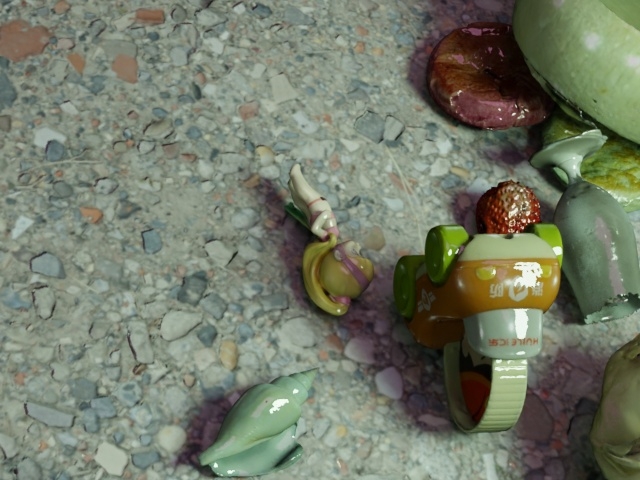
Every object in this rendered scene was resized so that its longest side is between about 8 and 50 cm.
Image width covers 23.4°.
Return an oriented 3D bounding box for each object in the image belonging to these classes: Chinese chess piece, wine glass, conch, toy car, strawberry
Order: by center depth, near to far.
[{"bbox_3d":[-0.059,0.197,1.667,0.180,0.088,0.065,-41,31,-27],"label":"conch"},{"bbox_3d":[0.183,0.102,1.709,0.145,0.235,0.235,-1,57,-16],"label":"toy car"},{"bbox_3d":[0.329,-0.015,1.872,0.103,0.103,0.222,-8,72,-20],"label":"wine glass"},{"bbox_3d":[0.226,-0.028,1.883,0.083,0.083,0.096,36,69,10],"label":"strawberry"},{"bbox_3d":[0.412,-0.254,1.985,0.349,0.146,0.349,22,34,-15],"label":"Chinese chess piece"}]

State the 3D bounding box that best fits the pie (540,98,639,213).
[{"bbox_3d":[0.370,-0.114,2.002,0.186,0.041,0.187,7,55,-10],"label":"pie"}]

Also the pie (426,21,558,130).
[{"bbox_3d":[0.224,-0.213,2.015,0.182,0.050,0.182,3,51,-4],"label":"pie"}]

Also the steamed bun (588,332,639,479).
[{"bbox_3d":[0.420,0.225,1.703,0.280,0.207,0.268,26,48,-31],"label":"steamed bun"}]

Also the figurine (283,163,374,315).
[{"bbox_3d":[0.000,0.000,1.807,0.083,0.083,0.187,-18,70,-26],"label":"figurine"}]
